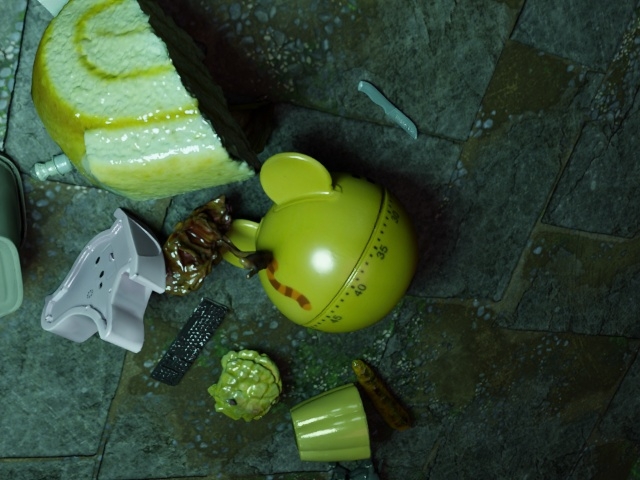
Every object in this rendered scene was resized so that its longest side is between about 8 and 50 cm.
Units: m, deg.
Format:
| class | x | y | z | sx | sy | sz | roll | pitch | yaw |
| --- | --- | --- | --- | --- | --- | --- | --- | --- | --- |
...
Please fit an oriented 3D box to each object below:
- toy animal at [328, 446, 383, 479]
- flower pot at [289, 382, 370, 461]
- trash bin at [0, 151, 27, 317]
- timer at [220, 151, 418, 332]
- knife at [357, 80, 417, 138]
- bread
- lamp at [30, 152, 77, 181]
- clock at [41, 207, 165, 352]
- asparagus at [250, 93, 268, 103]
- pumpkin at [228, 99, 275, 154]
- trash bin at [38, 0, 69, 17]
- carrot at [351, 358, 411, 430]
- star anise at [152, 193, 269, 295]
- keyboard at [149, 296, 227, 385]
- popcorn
| class | x | y | z | sx | sy | sz | roll | pitch | yaw |
| --- | --- | --- | --- | --- | --- | --- | --- | --- | --- |
| toy animal | 0.061 | 0.680 | 2.108 | 0.270 | 0.082 | 0.137 | -25 | 124 | -14 |
| flower pot | 0.020 | 0.473 | 1.921 | 0.179 | 0.195 | 0.195 | -10 | 122 | -6 |
| trash bin | -0.608 | -0.002 | 1.285 | 0.220 | 0.250 | 0.219 | -10 | 127 | -22 |
| timer | 0.000 | 0.000 | 1.561 | 0.387 | 0.376 | 0.376 | 30 | 101 | -11 |
| knife | 0.152 | -0.287 | 1.656 | 0.210 | 0.015 | 0.028 | 33 | 92 | -37 |
| bread | -0.297 | -0.201 | 1.231 | 0.264 | 0.395 | 0.239 | -31 | 154 | 6 |
| lamp | -0.457 | -0.149 | 1.390 | 0.163 | 0.091 | 0.091 | -18 | 125 | 2 |
| clock | -0.407 | 0.116 | 1.431 | 0.275 | 0.290 | 0.080 | -47 | 128 | 9 |
| asparagus | -0.169 | -0.243 | 1.518 | 0.163 | 0.016 | 0.016 | -41 | 101 | -1 |
| pumpkin | -0.190 | -0.192 | 1.442 | 0.254 | 0.149 | 0.130 | -7 | 107 | -20 |
| trash bin | -0.406 | -0.428 | 1.267 | 0.130 | 0.059 | 0.116 | -42 | 125 | 1 |
| carrot | 0.160 | 0.413 | 2.022 | 0.066 | 0.066 | 0.314 | -37 | 126 | -4 |
| star anise | -0.216 | 0.021 | 1.464 | 0.148 | 0.346 | 0.237 | 44 | 69 | -29 |
| keyboard | -0.298 | 0.234 | 1.714 | 0.072 | 0.023 | 0.231 | 29 | 101 | -33 |
| popcorn | -0.175 | 0.338 | 1.759 | 0.174 | 0.142 | 0.173 | -13 | 121 | -23 |
